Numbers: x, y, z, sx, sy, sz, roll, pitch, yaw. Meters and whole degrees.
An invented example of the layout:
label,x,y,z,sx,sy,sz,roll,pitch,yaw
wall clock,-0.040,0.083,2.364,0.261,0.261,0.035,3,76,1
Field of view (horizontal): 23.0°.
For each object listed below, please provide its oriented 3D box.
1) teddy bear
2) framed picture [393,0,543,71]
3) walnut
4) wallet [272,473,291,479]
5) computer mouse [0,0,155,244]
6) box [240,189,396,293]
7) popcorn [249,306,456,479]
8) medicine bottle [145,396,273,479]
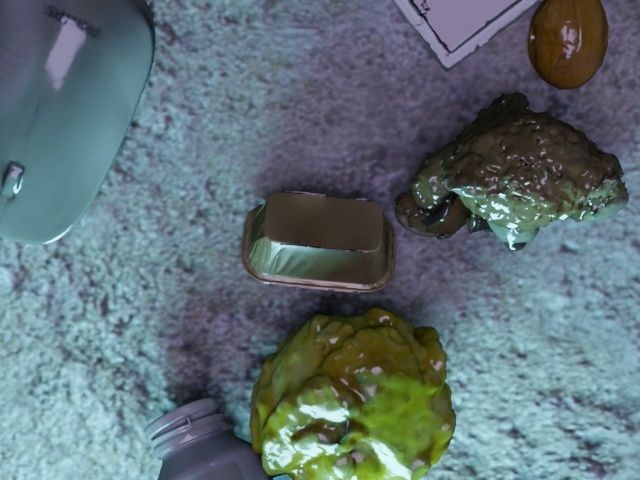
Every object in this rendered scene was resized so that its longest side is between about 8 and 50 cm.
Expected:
label,x,y,z,sx,sy,sz,roll,pitch,yaw
teddy bear,0.216,-0.071,1.697,0.267,0.256,0.156,-6,102,-2
framed picture,0.144,-0.369,1.726,0.232,0.019,0.296,-36,104,7
walnut,0.282,-0.223,1.757,0.091,0.052,0.121,-1,108,-6
wallet,-0.139,0.433,1.926,0.290,0.054,0.251,-18,105,2
computer mouse,-0.305,-0.153,1.731,0.197,0.095,0.331,21,104,-4
box,0.000,0.000,1.785,0.177,0.111,0.111,6,106,-4
popcorn,0.034,0.188,1.812,0.233,0.192,0.266,1,131,-19
medicine bottle,-0.119,0.296,1.819,0.135,0.135,0.215,-27,77,5
